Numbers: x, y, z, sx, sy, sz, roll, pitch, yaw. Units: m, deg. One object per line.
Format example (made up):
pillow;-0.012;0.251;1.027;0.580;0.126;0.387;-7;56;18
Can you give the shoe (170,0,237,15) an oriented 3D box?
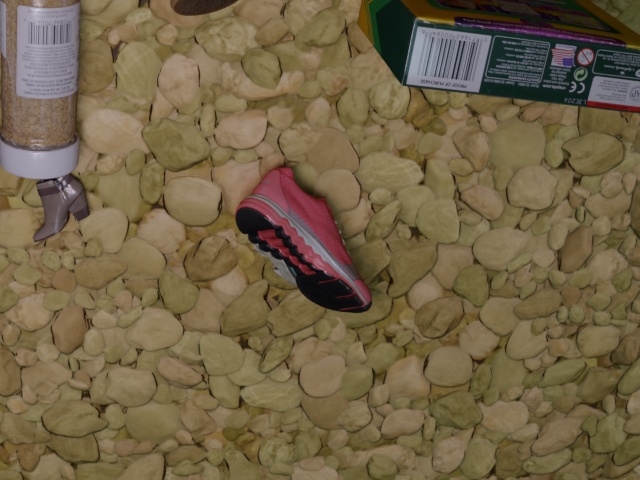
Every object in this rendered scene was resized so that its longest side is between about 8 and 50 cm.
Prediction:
shoe;-0.130;-0.407;1.722;0.219;0.058;0.076;-27;150;9

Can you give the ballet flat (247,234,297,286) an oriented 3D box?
ballet flat;-0.069;0.026;1.973;0.052;0.057;0.168;-17;121;33

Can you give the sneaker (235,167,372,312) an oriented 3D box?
sneaker;0.000;0.000;1.920;0.116;0.136;0.314;-6;137;46

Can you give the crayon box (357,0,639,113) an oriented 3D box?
crayon box;0.264;-0.300;1.699;0.363;0.313;0.106;5;114;-13

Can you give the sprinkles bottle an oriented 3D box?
sprinkles bottle;-0.414;-0.272;1.699;0.121;0.121;0.355;2;117;-11

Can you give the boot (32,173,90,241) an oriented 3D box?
boot;-0.434;-0.058;1.862;0.118;0.042;0.087;-28;113;4
